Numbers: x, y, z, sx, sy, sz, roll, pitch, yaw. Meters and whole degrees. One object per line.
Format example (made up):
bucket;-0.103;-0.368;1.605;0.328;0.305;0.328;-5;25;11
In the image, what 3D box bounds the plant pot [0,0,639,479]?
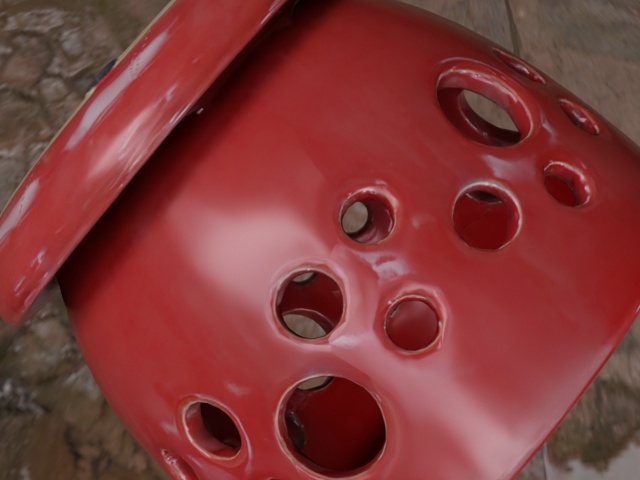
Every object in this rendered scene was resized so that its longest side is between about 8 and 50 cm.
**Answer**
plant pot;0.000;0.000;0.570;0.174;0.191;0.191;42;103;-3
